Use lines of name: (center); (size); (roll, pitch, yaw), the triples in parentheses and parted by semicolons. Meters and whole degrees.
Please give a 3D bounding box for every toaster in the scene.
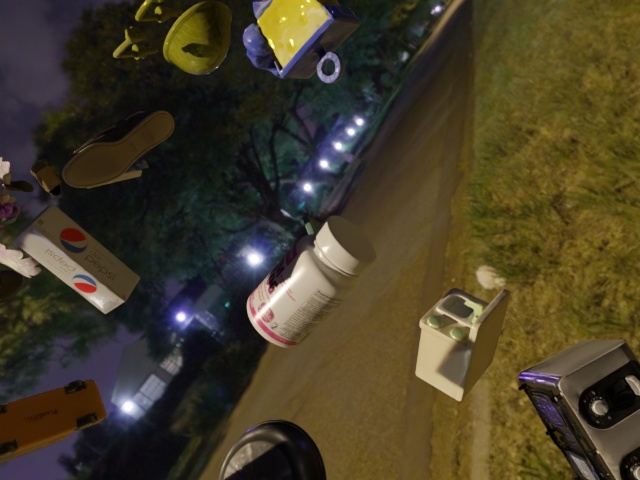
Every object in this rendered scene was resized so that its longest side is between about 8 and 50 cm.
toaster: (0.337, 0.217, 0.638); (0.110, 0.168, 0.185); (-28, -12, -3)

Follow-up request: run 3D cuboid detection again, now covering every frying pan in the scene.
frying pan: (-0.071, 0.424, 0.765); (0.197, 0.053, 0.326); (-24, 56, 21)

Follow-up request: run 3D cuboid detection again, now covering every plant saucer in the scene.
plant saucer: (0.000, 0.000, 1.424); (0.018, 0.067, 0.192); (-47, 36, 19)

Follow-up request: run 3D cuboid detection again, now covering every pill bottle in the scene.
pill bottle: (-0.020, 0.089, 1.152); (0.283, 0.160, 0.160); (-48, 4, 25)

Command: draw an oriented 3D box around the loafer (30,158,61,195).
loafer: (-0.713, -0.164, 1.401); (0.056, 0.050, 0.148); (-46, -5, -19)

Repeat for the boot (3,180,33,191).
boot: (-1.015, -0.170, 1.732); (0.114, 0.037, 0.106); (-9, -11, 28)

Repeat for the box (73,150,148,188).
box: (-0.605, -0.224, 1.543); (0.178, 0.109, 0.042); (-20, -18, -32)

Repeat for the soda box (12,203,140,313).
soda box: (-0.453, 0.037, 1.002); (0.069, 0.216, 0.074); (-29, 27, 28)

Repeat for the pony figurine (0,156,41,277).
pony figurine: (-0.877, -0.051, 1.292); (0.363, 0.351, 0.303); (-20, -65, -47)

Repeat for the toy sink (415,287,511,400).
toy sink: (0.307, 0.205, 1.176); (0.153, 0.131, 0.234); (-36, -41, -37)

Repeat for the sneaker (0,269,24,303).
sneaker: (-0.904, 0.115, 1.407); (0.106, 0.101, 0.267); (-41, -13, 24)

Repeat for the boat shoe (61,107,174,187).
boat shoe: (-0.546, -0.250, 1.430); (0.335, 0.112, 0.095); (-40, 39, -26)

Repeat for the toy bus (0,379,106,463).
toy bus: (-0.665, 0.419, 1.189); (0.130, 0.108, 0.333); (-40, -20, 34)

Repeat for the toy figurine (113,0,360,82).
toy figurine: (-0.068, -0.268, 0.669); (0.362, 0.217, 0.191); (-38, -1, 35)
